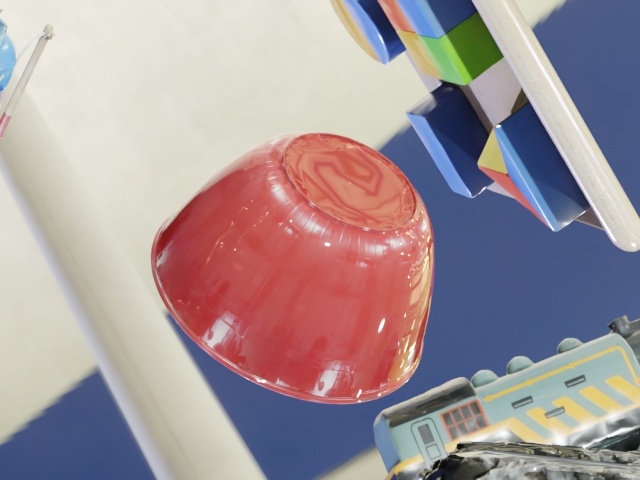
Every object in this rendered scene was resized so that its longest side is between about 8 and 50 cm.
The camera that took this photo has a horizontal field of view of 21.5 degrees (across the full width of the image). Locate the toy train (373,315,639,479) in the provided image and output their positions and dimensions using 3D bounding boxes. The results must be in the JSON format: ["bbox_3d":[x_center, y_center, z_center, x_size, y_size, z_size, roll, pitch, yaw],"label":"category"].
[{"bbox_3d":[0.207,0.194,1.529,0.334,0.190,0.142,-21,-13,-8],"label":"toy train"}]

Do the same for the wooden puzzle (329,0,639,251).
[{"bbox_3d":[0.118,-0.141,1.463,0.080,0.348,0.322,-36,-70,-5],"label":"wooden puzzle"}]

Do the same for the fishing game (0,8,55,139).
[{"bbox_3d":[-0.299,-0.100,1.334,0.189,0.041,0.264,-60,-14,23],"label":"fishing game"}]

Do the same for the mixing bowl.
[{"bbox_3d":[0.000,0.000,1.013,0.181,0.181,0.098,8,-49,-27],"label":"mixing bowl"}]

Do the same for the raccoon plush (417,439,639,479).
[{"bbox_3d":[0.182,0.256,0.761,0.216,0.446,0.299,8,-94,-39],"label":"raccoon plush"}]
